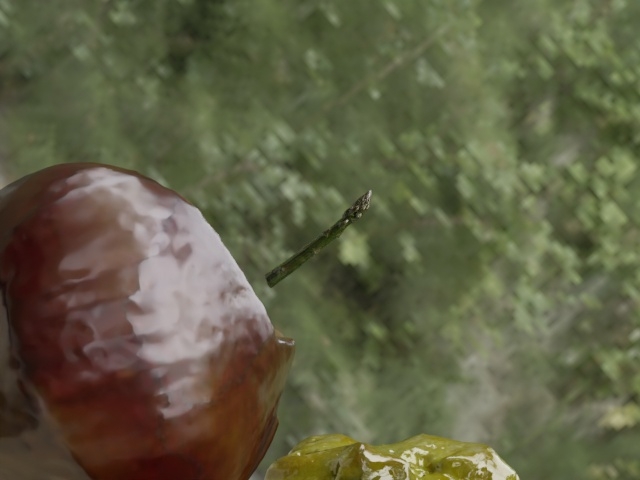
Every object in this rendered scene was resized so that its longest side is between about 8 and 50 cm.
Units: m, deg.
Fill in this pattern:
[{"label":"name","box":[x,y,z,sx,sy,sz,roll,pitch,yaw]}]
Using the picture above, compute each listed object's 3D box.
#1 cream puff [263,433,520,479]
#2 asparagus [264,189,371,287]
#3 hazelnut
[{"label":"cream puff","box":[0.046,0.252,1.167,0.282,0.282,0.185,50,-5,-2]},{"label":"asparagus","box":[0.000,0.000,1.476,0.015,0.114,0.014,55,13,11]},{"label":"hazelnut","box":[-0.107,0.068,0.889,0.170,0.160,0.202,20,-30,7]}]
